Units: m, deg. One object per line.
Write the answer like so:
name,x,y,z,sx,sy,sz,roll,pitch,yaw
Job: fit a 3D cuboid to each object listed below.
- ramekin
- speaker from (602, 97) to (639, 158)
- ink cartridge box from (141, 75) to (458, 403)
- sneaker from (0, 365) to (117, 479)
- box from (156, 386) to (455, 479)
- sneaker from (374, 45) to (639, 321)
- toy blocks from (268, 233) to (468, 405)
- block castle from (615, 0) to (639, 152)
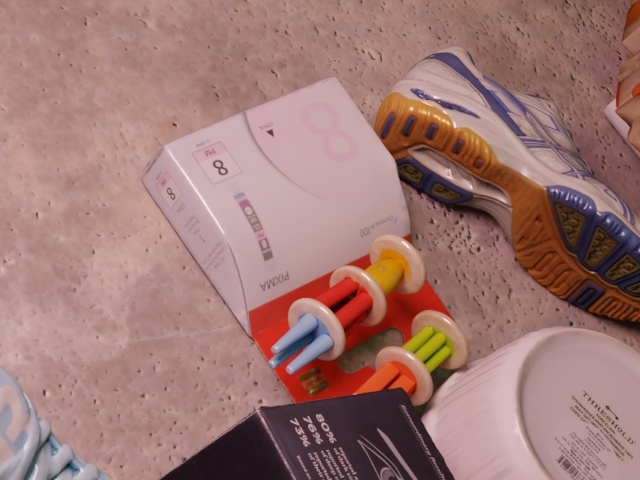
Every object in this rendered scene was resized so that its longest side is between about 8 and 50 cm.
ramekin,0.187,0.163,1.400,0.207,0.109,0.207,16,53,-23
speaker,0.318,-0.083,1.680,0.055,0.055,0.136,-31,79,-41
ink cartridge box,0.000,0.000,1.431,0.189,0.066,0.232,-26,72,-40
sneaker,-0.215,0.142,1.138,0.366,0.150,0.135,29,50,-13
box,0.007,0.192,1.222,0.207,0.108,0.153,3,55,-61
sneaker,0.192,-0.057,1.548,0.296,0.112,0.131,38,47,-5
toy blocks,0.032,0.082,1.378,0.148,0.054,0.123,-38,104,-38
block castle,0.441,-0.185,1.601,0.213,0.303,0.453,40,32,-13
